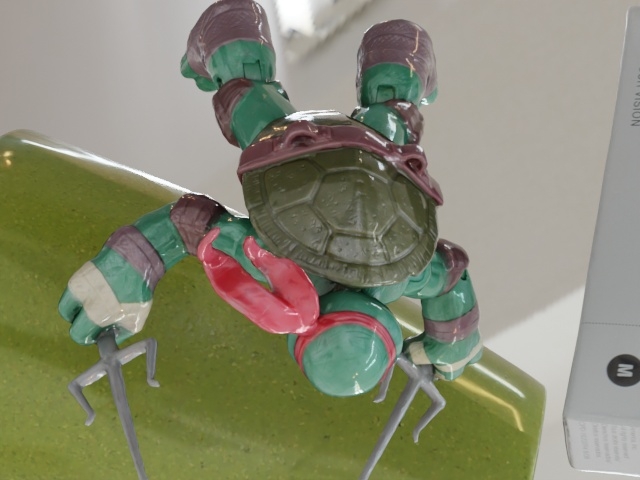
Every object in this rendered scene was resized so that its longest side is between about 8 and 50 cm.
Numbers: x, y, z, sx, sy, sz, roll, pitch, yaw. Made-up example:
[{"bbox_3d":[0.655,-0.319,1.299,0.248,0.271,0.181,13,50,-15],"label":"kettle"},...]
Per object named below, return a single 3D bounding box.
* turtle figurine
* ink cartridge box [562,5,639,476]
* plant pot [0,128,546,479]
[{"bbox_3d":[0.000,0.000,0.595,0.118,0.175,0.234,-52,-153,39],"label":"turtle figurine"},{"bbox_3d":[0.222,-0.001,0.605,0.224,0.045,0.223,4,-126,16],"label":"ink cartridge box"},{"bbox_3d":[-0.042,0.109,0.778,0.293,0.275,0.275,13,-97,6],"label":"plant pot"}]
